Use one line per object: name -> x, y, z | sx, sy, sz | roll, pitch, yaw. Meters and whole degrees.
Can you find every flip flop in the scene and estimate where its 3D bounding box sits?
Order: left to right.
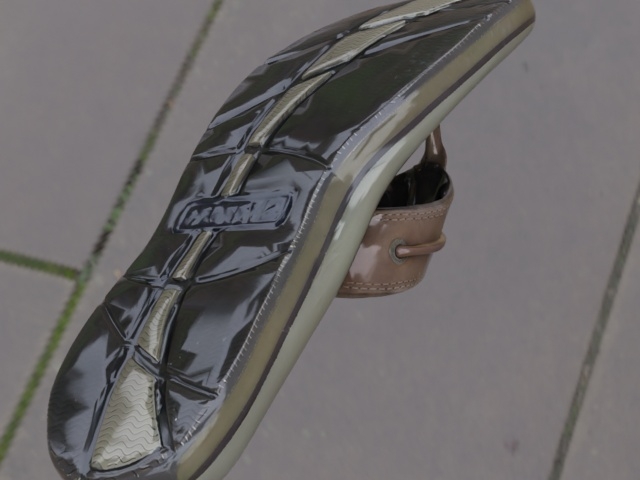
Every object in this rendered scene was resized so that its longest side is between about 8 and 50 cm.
flip flop -> 0.000, 0.000, 0.607 | 0.112, 0.080, 0.277 | -1, 47, 42
